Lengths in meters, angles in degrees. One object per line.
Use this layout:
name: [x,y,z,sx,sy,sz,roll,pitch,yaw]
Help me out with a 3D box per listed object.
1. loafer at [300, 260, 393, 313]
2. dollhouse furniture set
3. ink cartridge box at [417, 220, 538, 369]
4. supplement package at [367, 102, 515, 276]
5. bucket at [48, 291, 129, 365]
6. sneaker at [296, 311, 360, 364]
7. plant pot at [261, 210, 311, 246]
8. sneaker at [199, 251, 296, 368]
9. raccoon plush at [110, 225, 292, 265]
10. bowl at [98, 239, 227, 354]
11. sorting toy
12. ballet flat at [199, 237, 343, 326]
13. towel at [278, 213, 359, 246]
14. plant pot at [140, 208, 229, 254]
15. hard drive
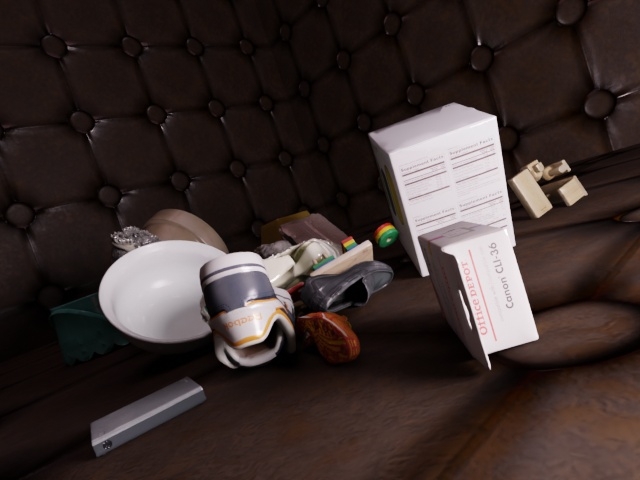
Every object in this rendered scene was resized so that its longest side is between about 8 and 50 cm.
loafer: [0.065,0.091,0.805,0.223,0.076,0.078,-10,35,-41]
dollhouse furniture set: [0.555,-0.127,1.120,0.151,0.144,0.123,-34,1,-11]
ink cartridge box: [0.165,0.046,0.465,0.067,0.115,0.198,-18,4,6]
supplement package: [0.240,-0.109,0.878,0.197,0.263,0.199,-19,25,3]
bucket: [-0.711,0.261,1.393,0.281,0.183,0.281,-21,2,1]
sneaker: [0.018,0.120,0.582,0.067,0.064,0.175,-10,3,-18]
plant pot: [-0.111,0.004,1.641,0.212,0.187,0.212,-20,1,-33]
sneaker: [-0.100,0.133,0.662,0.126,0.128,0.321,-19,-22,-1]
raccoon plush: [-0.335,0.029,1.174,0.446,0.299,0.216,-33,10,-24]
bowl: [-0.317,0.143,0.952,0.297,0.298,0.134,-21,-38,-37]
sorting toy: [0.031,0.062,0.866,0.274,0.046,0.132,-30,-31,-10]
ballet flat: [-0.058,0.074,0.916,0.408,0.147,0.147,-23,5,-40]
towel: [0.000,0.000,1.474,0.187,0.049,0.282,-21,44,-33]
plant pot: [-0.487,0.108,1.357,0.323,0.323,0.280,-17,27,34]
hard drive: [-0.226,0.225,0.566,0.135,0.022,0.094,-21,3,-30]
